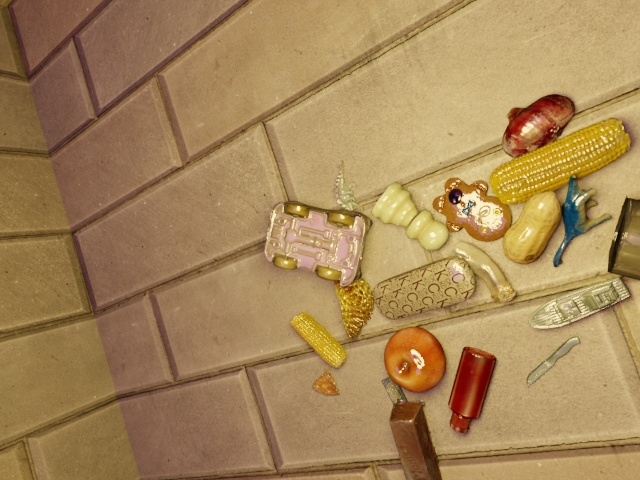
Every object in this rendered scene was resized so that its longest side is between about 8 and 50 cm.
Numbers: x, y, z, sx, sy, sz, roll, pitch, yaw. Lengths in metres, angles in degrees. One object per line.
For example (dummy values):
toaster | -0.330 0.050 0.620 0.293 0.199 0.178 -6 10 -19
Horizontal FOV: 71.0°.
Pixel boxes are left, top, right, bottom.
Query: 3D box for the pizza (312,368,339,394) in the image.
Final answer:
pizza | 0.031 0.537 1.663 0.099 0.029 0.100 38 114 12

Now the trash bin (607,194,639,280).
trash bin | 0.862 0.025 1.048 0.302 0.203 0.252 17 63 28

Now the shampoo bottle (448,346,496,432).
shampoo bottle | 0.461 0.467 1.393 0.102 0.064 0.260 17 103 23

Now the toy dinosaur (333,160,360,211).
toy dinosaur | 0.084 -0.175 1.558 0.082 0.039 0.208 -10 89 31

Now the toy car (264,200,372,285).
toy car | 0.000 0.000 1.541 0.336 0.226 0.241 12 95 16

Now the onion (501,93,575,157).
onion | 0.583 -0.322 1.233 0.151 0.098 0.205 45 114 17

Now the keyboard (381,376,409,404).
keyboard | 0.271 0.552 1.536 0.055 0.014 0.176 -33 78 31

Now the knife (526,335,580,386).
knife | 0.665 0.350 1.297 0.028 0.015 0.210 42 113 13

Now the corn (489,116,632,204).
corn | 0.633 -0.204 1.197 0.345 0.131 0.131 -25 82 28

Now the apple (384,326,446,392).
apple | 0.296 0.379 1.420 0.201 0.162 0.201 4 98 28

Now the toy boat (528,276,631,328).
toy boat | 0.695 0.179 1.223 0.261 0.085 0.078 -31 80 28

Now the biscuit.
biscuit | 0.462 -0.092 1.359 0.236 0.039 0.179 34 109 20

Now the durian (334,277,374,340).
durian | 0.109 0.217 1.563 0.139 0.145 0.251 -14 95 67

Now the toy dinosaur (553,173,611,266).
toy dinosaur | 0.655 -0.055 1.192 0.188 0.248 0.075 -42 34 8

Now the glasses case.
glasses case | 0.316 0.155 1.407 0.355 0.085 0.137 -26 90 42

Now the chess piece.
chess piece | 0.294 -0.063 1.413 0.243 0.133 0.133 39 112 13

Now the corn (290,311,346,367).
corn | -0.007 0.358 1.633 0.248 0.081 0.081 42 113 20

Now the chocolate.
chocolate | 0.308 0.689 1.460 0.112 0.112 0.320 -14 93 27

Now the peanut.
peanut | 0.576 -0.031 1.223 0.120 0.110 0.236 5 132 -4

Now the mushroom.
mushroom | 0.487 0.092 1.337 0.223 0.081 0.092 43 94 17
